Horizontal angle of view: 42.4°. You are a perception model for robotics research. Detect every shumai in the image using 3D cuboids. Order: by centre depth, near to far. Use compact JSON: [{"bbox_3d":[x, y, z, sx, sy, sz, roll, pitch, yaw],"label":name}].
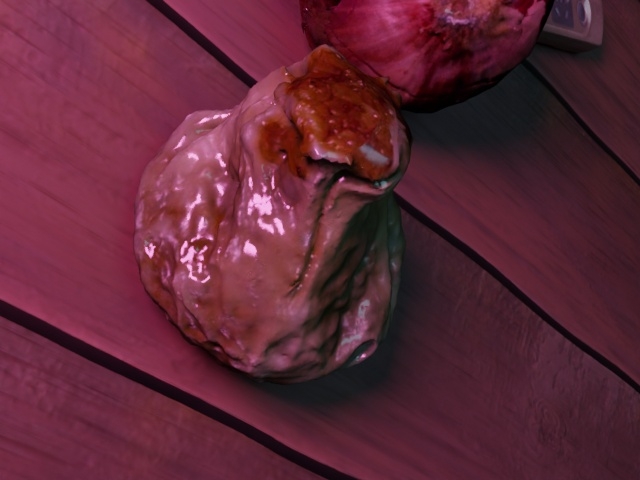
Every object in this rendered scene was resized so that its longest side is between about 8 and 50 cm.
[{"bbox_3d":[0.000,0.000,0.655,0.261,0.222,0.225,53,52,-26],"label":"shumai"}]

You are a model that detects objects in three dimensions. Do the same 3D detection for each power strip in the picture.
[{"bbox_3d":[0.264,-0.295,1.036,0.285,0.048,0.080,-1,83,-39],"label":"power strip"}]

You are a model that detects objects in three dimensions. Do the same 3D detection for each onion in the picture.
[{"bbox_3d":[0.099,-0.249,0.790,0.252,0.252,0.219,48,12,-24],"label":"onion"}]
